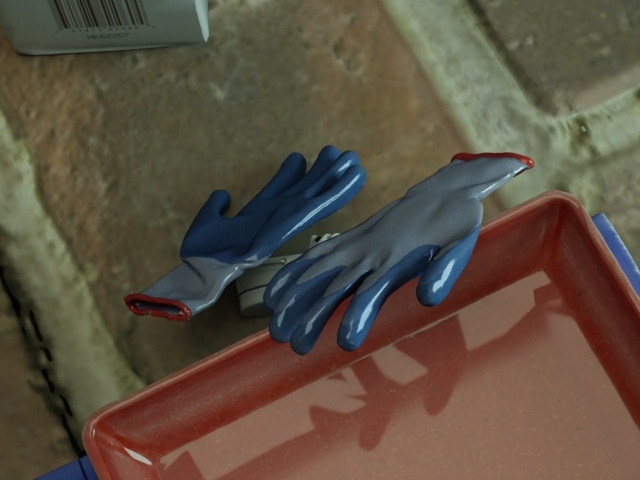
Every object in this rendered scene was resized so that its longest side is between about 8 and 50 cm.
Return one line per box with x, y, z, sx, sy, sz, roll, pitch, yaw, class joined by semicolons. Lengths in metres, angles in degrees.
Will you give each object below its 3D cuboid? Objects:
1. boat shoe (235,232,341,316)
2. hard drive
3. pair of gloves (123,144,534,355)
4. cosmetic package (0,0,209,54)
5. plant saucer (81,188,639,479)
0.004;0.012;0.842;0.100;0.035;0.035;-13;70;6;boat shoe
0.044;0.143;0.782;0.318;0.040;0.210;-25;68;-6;hard drive
0.000;0.000;0.790;0.198;0.023;0.159;3;33;43;pair of gloves
-0.123;-0.226;0.921;0.117;0.085;0.231;-2;66;3;cosmetic package
0.060;0.141;0.733;0.259;0.048;0.258;-26;68;-5;plant saucer
